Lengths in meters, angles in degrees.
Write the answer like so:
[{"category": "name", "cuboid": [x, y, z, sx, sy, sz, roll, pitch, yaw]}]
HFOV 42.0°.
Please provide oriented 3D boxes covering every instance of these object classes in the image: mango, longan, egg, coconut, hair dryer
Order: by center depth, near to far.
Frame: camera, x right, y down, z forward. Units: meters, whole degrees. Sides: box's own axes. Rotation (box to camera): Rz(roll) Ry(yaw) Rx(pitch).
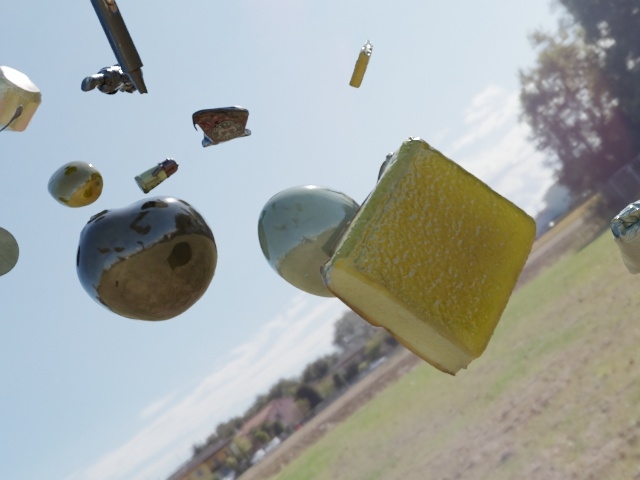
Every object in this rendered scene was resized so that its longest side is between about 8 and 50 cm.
[{"category": "hair dryer", "cuboid": [-0.305, -0.318, 1.148, 0.128, 0.255, 0.070, 0, 26, 48]}, {"category": "egg", "cuboid": [0.000, 0.000, 1.694, 0.219, 0.269, 0.219, -56, 10, 15]}, {"category": "longan", "cuboid": [-0.393, 0.041, 1.906, 0.319, 0.319, 0.319, -37, -8, -6]}, {"category": "mango", "cuboid": [-0.623, -0.141, 2.106, 0.194, 0.092, 0.130, -3, 60, 41]}, {"category": "coconut", "cuboid": [-0.803, -0.351, 2.138, 0.153, 0.147, 0.147, -55, -12, 13]}]

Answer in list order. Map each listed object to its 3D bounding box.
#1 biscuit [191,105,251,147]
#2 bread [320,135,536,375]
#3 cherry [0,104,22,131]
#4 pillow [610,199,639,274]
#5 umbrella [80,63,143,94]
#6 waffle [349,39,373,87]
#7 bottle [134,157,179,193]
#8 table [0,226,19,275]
[{"category": "biscuit", "cuboid": [-0.265, -0.307, 2.283, 0.151, 0.063, 0.235, -17, -12, -5]}, {"category": "bread", "cuboid": [0.204, 0.021, 1.511, 0.333, 0.323, 0.143, -57, 7, -28]}, {"category": "cherry", "cuboid": [-0.587, -0.189, 1.278, 0.148, 0.115, 0.188, 4, 44, 41]}, {"category": "pillow", "cuboid": [0.518, -0.012, 1.269, 0.134, 0.078, 0.181, -26, -35, 15]}, {"category": "umbrella", "cuboid": [-0.432, -0.339, 1.751, 0.071, 0.071, 0.248, -40, 4, 14]}, {"category": "waffle", "cuboid": [0.112, -0.464, 1.994, 0.125, 0.032, 0.191, 106, -179, -54]}, {"category": "bottle", "cuboid": [-0.362, -0.147, 1.864, 0.101, 0.047, 0.063, -34, 19, -14]}, {"category": "table", "cuboid": [-0.833, 0.031, 2.106, 0.133, 0.133, 0.043, -32, 5, -36]}]
